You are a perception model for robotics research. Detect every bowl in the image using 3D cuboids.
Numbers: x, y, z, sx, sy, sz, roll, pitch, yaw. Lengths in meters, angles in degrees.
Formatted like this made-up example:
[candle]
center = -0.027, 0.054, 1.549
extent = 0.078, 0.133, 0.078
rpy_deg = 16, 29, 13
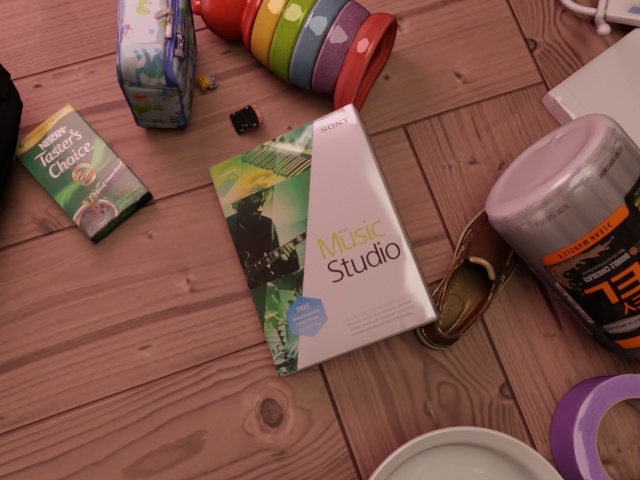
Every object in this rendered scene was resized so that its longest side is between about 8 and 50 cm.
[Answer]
[bowl]
center = 0.172, 0.387, 0.869
extent = 0.298, 0.134, 0.298
rpy_deg = 1, 77, -5

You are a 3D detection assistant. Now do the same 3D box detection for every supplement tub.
[supplement tub]
center = 0.402, 0.015, 0.920
extent = 0.338, 0.207, 0.207
rpy_deg = 45, 76, -10

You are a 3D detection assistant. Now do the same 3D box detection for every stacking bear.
[stacking bear]
center = -0.048, -0.318, 1.015
extent = 0.289, 0.164, 0.175
rpy_deg = 26, 75, 6

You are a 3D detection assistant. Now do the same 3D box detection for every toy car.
[toy car]
center = -0.128, -0.217, 1.031
extent = 0.122, 0.060, 0.040
rpy_deg = 53, 46, 1

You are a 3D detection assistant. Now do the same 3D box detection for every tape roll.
[tape roll]
center = 0.424, 0.282, 0.945
extent = 0.189, 0.080, 0.189
rpy_deg = 1, 76, -5

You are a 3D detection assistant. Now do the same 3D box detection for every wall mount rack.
[wall mount rack]
center = 0.543, -0.372, 1.045
extent = 0.350, 0.130, 0.304
rpy_deg = 13, 66, 13

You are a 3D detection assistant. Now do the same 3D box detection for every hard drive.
[hard drive]
center = 0.538, -0.238, 1.102
extent = 0.307, 0.040, 0.203
rpy_deg = -36, 82, -12

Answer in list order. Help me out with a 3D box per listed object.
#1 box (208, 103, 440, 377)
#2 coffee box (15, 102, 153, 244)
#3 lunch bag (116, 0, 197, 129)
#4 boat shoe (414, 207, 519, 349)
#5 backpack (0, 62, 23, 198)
[box]
center = 0.000, 0.000, 0.949
extent = 0.232, 0.058, 0.322
rpy_deg = -23, 77, 11
[coffee box]
center = -0.346, -0.097, 0.987
extent = 0.113, 0.040, 0.184
rpy_deg = -41, 83, -12
[lunch bag]
center = -0.223, -0.265, 0.947
extent = 0.090, 0.219, 0.176
rpy_deg = 1, 76, -5
[boat shoe]
center = 0.231, 0.045, 0.976
extent = 0.095, 0.095, 0.257
rpy_deg = 31, 76, 3
[backpack]
center = -0.529, -0.104, 0.849
extent = 0.273, 0.290, 0.355
rpy_deg = 19, 74, 26
